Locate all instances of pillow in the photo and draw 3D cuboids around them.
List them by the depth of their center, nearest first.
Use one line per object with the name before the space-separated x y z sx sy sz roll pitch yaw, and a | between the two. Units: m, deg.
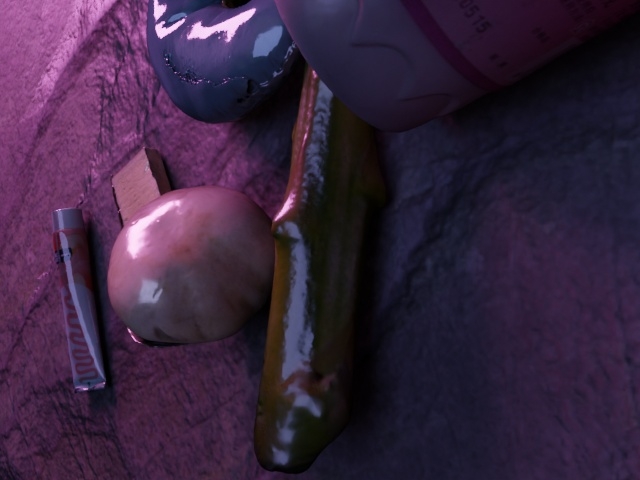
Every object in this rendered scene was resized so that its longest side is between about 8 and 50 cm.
pillow | -0.080 -0.219 0.589 0.214 0.086 0.233 8 91 47

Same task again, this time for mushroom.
mushroom | -0.105 0.026 0.587 0.154 0.122 0.154 -11 45 11

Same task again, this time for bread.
bread | -0.172 -0.017 0.694 0.068 0.028 0.153 -36 65 31

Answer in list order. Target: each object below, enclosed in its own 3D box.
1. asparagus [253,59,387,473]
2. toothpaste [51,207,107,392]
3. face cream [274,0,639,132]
asparagus | 0.001 0.000 0.524 0.082 0.085 0.343 -1 81 50
toothpaste | -0.273 0.067 0.765 0.056 0.036 0.205 -15 82 35
face cream | 0.089 -0.180 0.406 0.195 0.175 0.175 -28 71 32
